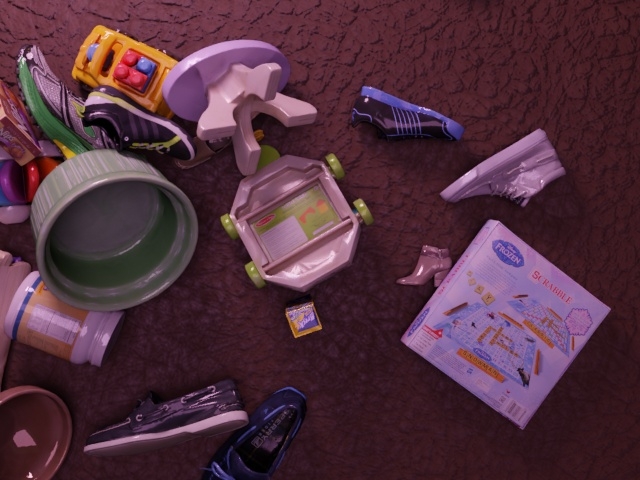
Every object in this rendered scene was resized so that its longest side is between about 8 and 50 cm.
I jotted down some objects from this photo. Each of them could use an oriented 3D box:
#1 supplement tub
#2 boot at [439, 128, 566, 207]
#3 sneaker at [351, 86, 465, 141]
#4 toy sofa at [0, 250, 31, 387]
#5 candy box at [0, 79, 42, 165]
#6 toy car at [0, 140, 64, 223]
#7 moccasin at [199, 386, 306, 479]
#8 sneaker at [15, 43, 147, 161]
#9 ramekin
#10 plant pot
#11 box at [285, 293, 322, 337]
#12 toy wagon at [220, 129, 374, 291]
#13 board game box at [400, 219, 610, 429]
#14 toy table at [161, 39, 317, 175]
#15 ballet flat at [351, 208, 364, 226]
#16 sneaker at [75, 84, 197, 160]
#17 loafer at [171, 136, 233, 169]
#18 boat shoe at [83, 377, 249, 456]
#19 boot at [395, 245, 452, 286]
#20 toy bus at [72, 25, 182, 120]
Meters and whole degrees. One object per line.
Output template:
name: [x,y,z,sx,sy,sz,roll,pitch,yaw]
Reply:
supplement tub: [-0.506,0.159,1.623,0.200,0.144,0.144,22,91,-5]
boot: [0.385,-0.119,1.692,0.258,0.095,0.123,-31,87,-3]
sneaker: [0.177,-0.238,1.688,0.232,0.081,0.090,21,93,3]
toy sofa: [-0.725,0.183,1.625,0.150,0.177,0.362,13,92,20]
candy box: [-0.607,-0.239,1.570,0.053,0.186,0.109,-35,138,-2]
toy car: [-0.586,-0.116,1.611,0.182,0.136,0.159,-6,93,-3]
moccasin: [-0.155,0.447,1.669,0.138,0.117,0.341,31,90,-4]
sneaker: [-0.467,-0.239,1.601,0.146,0.134,0.343,-34,114,-1]
ramekin: [-0.401,-0.027,1.556,0.304,0.148,0.303,-18,132,-22]
plant pot: [-0.623,0.393,1.616,0.110,0.237,0.237,14,92,36]
box: [-0.036,0.150,1.639,0.059,0.169,0.054,-19,94,-2]
toy wagon: [-0.066,-0.071,1.645,0.267,0.068,0.344,-30,69,1]
board game box: [0.387,0.175,1.705,0.319,0.066,0.318,37,90,-10]
toy table: [-0.146,-0.269,1.565,0.274,0.252,0.161,-23,57,-24]
ballet flat: [0.000,0.000,1.692,0.222,0.077,0.079,-19,112,2]
sneaker: [-0.351,-0.198,1.546,0.235,0.084,0.097,30,64,-18]
loafer: [-0.239,-0.193,1.673,0.148,0.050,0.056,-31,94,-2]
boat shoe: [-0.319,0.356,1.661,0.340,0.127,0.113,-16,66,9]
boot: [0.219,0.054,1.719,0.119,0.042,0.086,3,88,-7]
toy bus: [-0.380,-0.331,1.581,0.220,0.211,0.149,27,92,-3]
